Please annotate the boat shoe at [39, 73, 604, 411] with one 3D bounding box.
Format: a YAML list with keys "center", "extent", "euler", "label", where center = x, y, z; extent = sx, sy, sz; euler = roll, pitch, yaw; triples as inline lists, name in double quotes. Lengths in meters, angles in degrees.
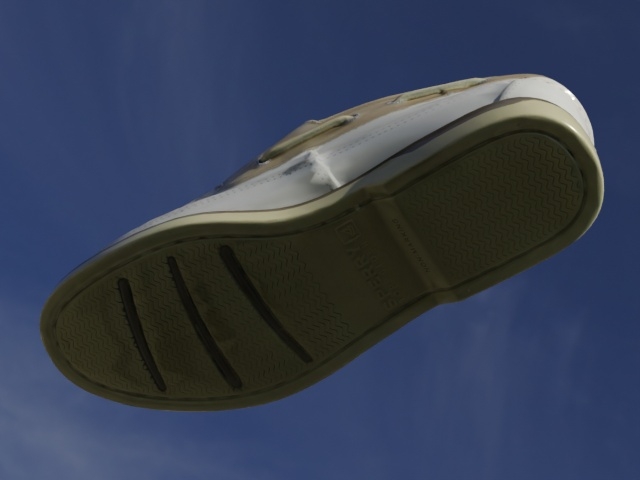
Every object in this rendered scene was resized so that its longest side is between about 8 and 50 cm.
- center: [0.000, 0.000, 0.759]
  extent: [0.302, 0.103, 0.113]
  euler: [-19, -67, 13]
  label: "boat shoe"
